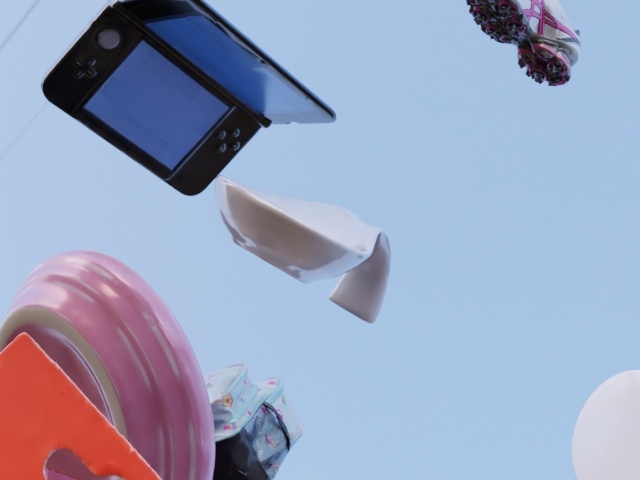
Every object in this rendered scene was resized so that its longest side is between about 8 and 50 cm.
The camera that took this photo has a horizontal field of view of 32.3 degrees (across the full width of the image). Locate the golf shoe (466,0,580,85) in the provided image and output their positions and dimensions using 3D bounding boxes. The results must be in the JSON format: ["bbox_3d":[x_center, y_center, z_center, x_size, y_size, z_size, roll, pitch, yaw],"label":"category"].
[{"bbox_3d":[0.237,-0.265,1.291,0.186,0.086,0.067,39,-26,-32],"label":"golf shoe"}]

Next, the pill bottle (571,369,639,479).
[{"bbox_3d":[0.531,0.317,1.439,0.407,0.229,0.229,26,-55,-27],"label":"pill bottle"}]

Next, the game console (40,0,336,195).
[{"bbox_3d":[-0.175,-0.182,1.458,0.250,0.173,0.293,-46,-54,10],"label":"game console"}]

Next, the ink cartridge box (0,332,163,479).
[{"bbox_3d":[-0.262,0.265,0.690,0.308,0.385,0.091,41,-15,25],"label":"ink cartridge box"}]

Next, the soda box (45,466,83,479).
[{"bbox_3d":[-0.290,0.291,0.919,0.092,0.083,0.263,27,-57,-22],"label":"soda box"}]

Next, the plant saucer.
[{"bbox_3d":[-0.253,0.179,1.196,0.332,0.084,0.332,16,-66,40],"label":"plant saucer"}]

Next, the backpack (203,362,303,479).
[{"bbox_3d":[-0.115,0.228,1.301,0.165,0.188,0.144,-25,-91,24],"label":"backpack"}]

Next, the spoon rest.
[{"bbox_3d":[0.000,0.000,0.956,0.137,0.276,0.084,29,-94,25],"label":"spoon rest"}]
